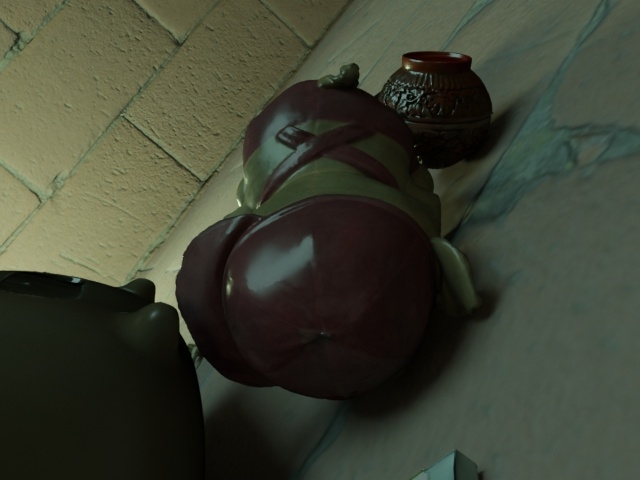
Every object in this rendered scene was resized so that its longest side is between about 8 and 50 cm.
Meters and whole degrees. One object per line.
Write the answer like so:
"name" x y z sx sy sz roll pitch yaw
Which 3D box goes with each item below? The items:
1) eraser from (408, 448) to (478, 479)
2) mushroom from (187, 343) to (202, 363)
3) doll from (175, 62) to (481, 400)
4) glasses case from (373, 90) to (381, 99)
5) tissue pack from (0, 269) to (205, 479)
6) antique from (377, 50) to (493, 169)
"eraser" 0.038 0.132 0.337 0.083 0.019 0.038 -44 13 26
"mushroom" -0.224 0.241 0.908 0.286 0.025 0.028 -58 -1 -23
"doll" 0.003 0.002 0.520 0.196 0.152 0.256 -33 31 25
"glasses case" 0.020 -0.068 0.830 0.267 0.067 0.103 -52 12 -3
"tissue pack" -0.230 0.154 0.561 0.387 0.267 0.277 179 105 -74
"antique" 0.097 -0.109 0.631 0.104 0.104 0.104 -47 14 15
